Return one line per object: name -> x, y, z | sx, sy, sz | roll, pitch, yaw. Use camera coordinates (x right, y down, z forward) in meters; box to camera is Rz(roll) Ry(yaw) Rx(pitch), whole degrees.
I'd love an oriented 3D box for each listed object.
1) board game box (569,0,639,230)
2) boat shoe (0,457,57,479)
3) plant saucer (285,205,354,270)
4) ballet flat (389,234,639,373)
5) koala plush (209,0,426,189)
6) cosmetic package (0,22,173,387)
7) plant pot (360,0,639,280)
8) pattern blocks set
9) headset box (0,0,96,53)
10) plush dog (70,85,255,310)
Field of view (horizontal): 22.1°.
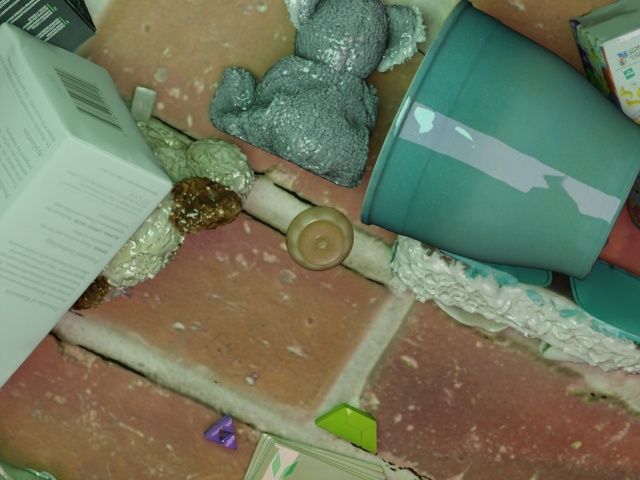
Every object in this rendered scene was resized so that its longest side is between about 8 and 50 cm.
board game box -> 0.411, -0.143, 1.911 | 0.144, 0.142, 0.275 | -21, 109, 0
boat shoe -> -0.347, 0.333, 2.006 | 0.094, 0.109, 0.302 | -41, 118, -9
plant saucer -> 0.000, 0.000, 1.973 | 0.083, 0.015, 0.083 | -2, 109, -6
ballet flat -> 0.265, 0.072, 1.990 | 0.408, 0.147, 0.147 | 24, 104, -11
koala plush -> 0.010, -0.188, 1.832 | 0.196, 0.203, 0.221 | 25, 92, -15
cosmetic package -> -0.357, -0.005, 1.713 | 0.385, 0.217, 0.156 | -48, 138, 17
plant pot -> 0.215, -0.088, 1.795 | 0.255, 0.271, 0.272 | 26, 104, 8
pattern blocks set -> -0.020, 0.332, 2.075 | 0.324, 0.026, 0.285 | 33, 102, -16
headset box -> -0.413, -0.253, 1.735 | 0.246, 0.131, 0.283 | -38, 127, 7
plush dog -> -0.211, -0.035, 1.807 | 0.262, 0.225, 0.211 | -36, 120, 5
